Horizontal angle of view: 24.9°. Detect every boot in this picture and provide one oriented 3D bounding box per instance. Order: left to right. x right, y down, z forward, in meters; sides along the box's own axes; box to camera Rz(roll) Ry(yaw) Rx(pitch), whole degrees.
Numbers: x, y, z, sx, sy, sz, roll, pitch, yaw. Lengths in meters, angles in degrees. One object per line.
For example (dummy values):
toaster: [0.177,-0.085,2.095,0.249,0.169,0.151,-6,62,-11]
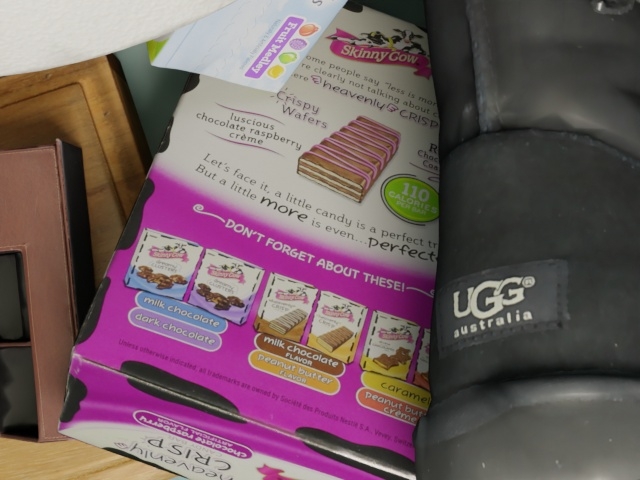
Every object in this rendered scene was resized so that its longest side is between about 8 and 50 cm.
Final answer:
boot: [0.175,-0.084,0.650,0.146,0.367,0.445,-17,64,35]

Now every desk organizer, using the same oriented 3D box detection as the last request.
desk organizer: [-0.127,0.024,0.636,0.050,0.047,0.130,-6,89,2]

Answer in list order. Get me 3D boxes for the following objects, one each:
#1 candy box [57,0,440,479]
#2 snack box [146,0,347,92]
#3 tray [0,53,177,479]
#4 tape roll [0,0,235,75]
candy box: [0.000,0.000,0.633,0.159,0.071,0.233,20,53,-3]
snack box: [-0.023,-0.197,0.608,0.070,0.174,0.207,10,51,-31]
tray: [-0.263,0.069,0.693,0.411,0.076,0.202,-18,90,-1]
tape roll: [-0.115,-0.239,0.502,0.392,0.072,0.392,-4,66,10]
